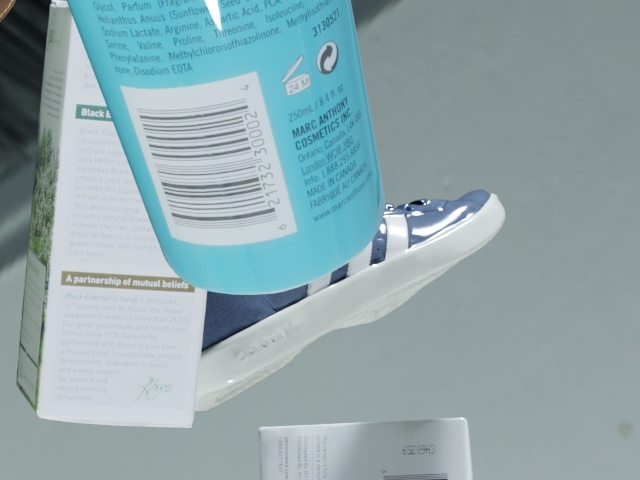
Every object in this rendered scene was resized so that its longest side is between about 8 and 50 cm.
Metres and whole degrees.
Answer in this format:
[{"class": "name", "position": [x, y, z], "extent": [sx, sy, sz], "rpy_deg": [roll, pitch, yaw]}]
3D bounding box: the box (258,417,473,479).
[{"class": "box", "position": [0.041, 0.255, 1.618], "extent": [0.182, 0.119, 0.181], "rpy_deg": [-4, 61, 4]}]

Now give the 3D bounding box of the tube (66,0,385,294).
[{"class": "tube", "position": [-0.031, -0.083, 0.382], "extent": [0.080, 0.207, 0.052], "rpy_deg": [-19, 36, -8]}]

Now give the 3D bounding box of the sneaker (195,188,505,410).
[{"class": "sneaker", "position": [0.000, 0.000, 1.553], "extent": [0.148, 0.350, 0.131], "rpy_deg": [59, 142, 8]}]

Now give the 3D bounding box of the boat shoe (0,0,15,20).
[{"class": "boat shoe", "position": [-0.198, -0.123, 0.914], "extent": [0.060, 0.178, 0.064], "rpy_deg": [37, 102, 23]}]

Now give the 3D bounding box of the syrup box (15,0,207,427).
[{"class": "syrup box", "position": [-0.115, -0.019, 1.111], "extent": [0.093, 0.096, 0.237], "rpy_deg": [-156, 72, -71]}]
